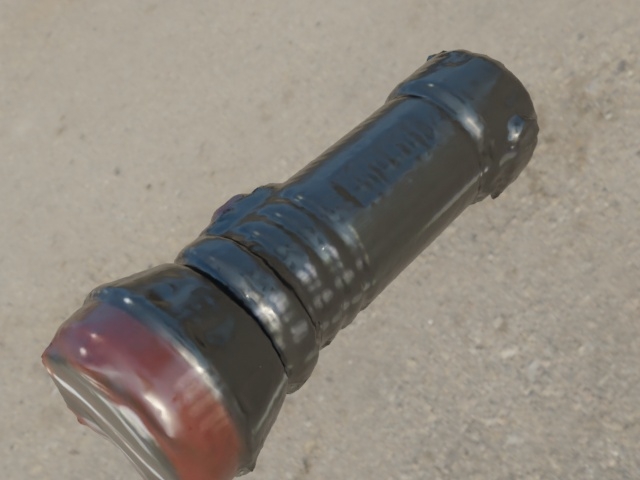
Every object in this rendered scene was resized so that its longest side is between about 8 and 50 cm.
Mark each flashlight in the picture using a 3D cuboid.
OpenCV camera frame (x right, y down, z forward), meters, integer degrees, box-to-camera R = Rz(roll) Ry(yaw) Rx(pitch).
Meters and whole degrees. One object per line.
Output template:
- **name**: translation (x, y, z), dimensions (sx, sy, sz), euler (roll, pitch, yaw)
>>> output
- **flashlight**: translation (0.000, 0.000, 0.426), dimensions (0.093, 0.093, 0.232), euler (9, 44, 47)
